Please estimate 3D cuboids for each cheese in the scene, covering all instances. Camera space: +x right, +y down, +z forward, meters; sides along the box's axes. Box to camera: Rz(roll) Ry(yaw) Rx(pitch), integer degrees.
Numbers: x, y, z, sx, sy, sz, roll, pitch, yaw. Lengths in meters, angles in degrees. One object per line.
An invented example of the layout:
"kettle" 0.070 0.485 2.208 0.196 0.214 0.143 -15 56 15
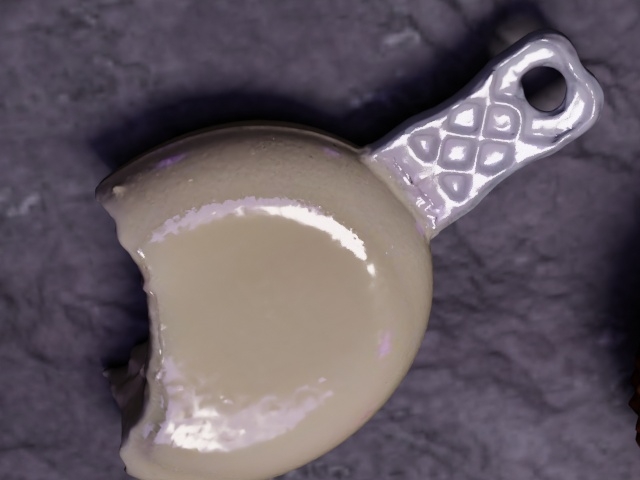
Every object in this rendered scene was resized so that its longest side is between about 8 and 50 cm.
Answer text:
"cheese" 0.013 0.014 0.702 0.249 0.071 0.163 -16 114 2

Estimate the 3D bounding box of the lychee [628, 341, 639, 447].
"lychee" 0.226 0.073 0.686 0.188 0.188 0.188 -2 114 -4
